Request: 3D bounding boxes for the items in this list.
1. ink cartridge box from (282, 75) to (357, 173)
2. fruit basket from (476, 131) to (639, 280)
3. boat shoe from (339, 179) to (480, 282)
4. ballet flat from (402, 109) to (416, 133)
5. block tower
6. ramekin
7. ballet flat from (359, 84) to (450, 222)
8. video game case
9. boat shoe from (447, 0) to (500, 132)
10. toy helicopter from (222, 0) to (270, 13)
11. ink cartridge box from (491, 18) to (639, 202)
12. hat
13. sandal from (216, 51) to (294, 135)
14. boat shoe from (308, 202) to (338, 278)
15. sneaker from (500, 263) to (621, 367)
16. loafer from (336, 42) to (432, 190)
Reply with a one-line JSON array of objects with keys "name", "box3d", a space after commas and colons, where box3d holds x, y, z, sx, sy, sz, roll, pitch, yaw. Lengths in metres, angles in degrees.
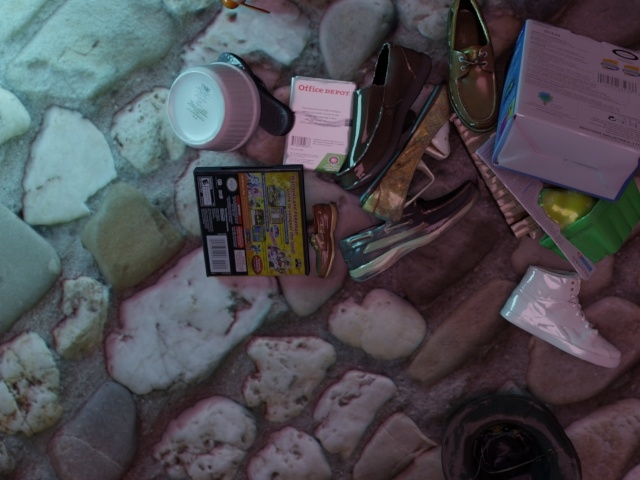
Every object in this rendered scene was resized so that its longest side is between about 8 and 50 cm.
[{"name": "ink cartridge box", "box3d": [0.003, -0.263, 1.874, 0.153, 0.087, 0.208, 8, 99, 5]}, {"name": "fruit basket", "box3d": [0.521, -0.125, 1.774, 0.353, 0.327, 0.165, 45, 142, 4]}, {"name": "boat shoe", "box3d": [0.196, -0.042, 1.864, 0.355, 0.132, 0.130, -34, 93, 7]}, {"name": "ballet flat", "box3d": [0.148, -0.245, 1.894, 0.173, 0.049, 0.057, -37, 70, 2]}, {"name": "block tower", "box3d": [0.407, -0.158, 1.851, 0.091, 0.097, 0.335, -30, 93, 7]}, {"name": "ramekin", "box3d": [-0.249, -0.299, 1.842, 0.207, 0.109, 0.207, 6, 101, 31]}, {"name": "ballet flat", "box3d": [0.218, -0.186, 1.816, 0.123, 0.123, 0.348, 34, 75, 0]}, {"name": "video game case", "box3d": [-0.156, -0.042, 1.900, 0.248, 0.035, 0.274, -1, 116, 5]}, {"name": "boat shoe", "box3d": [0.322, -0.387, 1.771, 0.111, 0.104, 0.307, -11, 74, 7]}, {"name": "toy helicopter", "box3d": [-0.236, -0.629, 1.850, 0.355, 0.140, 0.234, 2, 106, 15]}, {"name": "ink cartridge box", "box3d": [0.519, -0.295, 1.694, 0.270, 0.395, 0.151, 18, 141, 0]}, {"name": "hat", "box3d": [0.437, 0.525, 1.912, 0.332, 0.134, 0.331, -1, 78, 6]}, {"name": "sandal", "box3d": [-0.153, -0.330, 1.878, 0.254, 0.054, 0.097, 48, 120, 17]}, {"name": "boat shoe", "box3d": [0.000, 0.000, 1.912, 0.060, 0.064, 0.177, 4, 92, -18]}, {"name": "sneaker", "box3d": [0.582, 0.164, 1.869, 0.293, 0.108, 0.169, 27, 101, 2]}, {"name": "loafer", "box3d": [0.113, -0.278, 1.799, 0.130, 0.134, 0.365, 30, 72, -18]}]
